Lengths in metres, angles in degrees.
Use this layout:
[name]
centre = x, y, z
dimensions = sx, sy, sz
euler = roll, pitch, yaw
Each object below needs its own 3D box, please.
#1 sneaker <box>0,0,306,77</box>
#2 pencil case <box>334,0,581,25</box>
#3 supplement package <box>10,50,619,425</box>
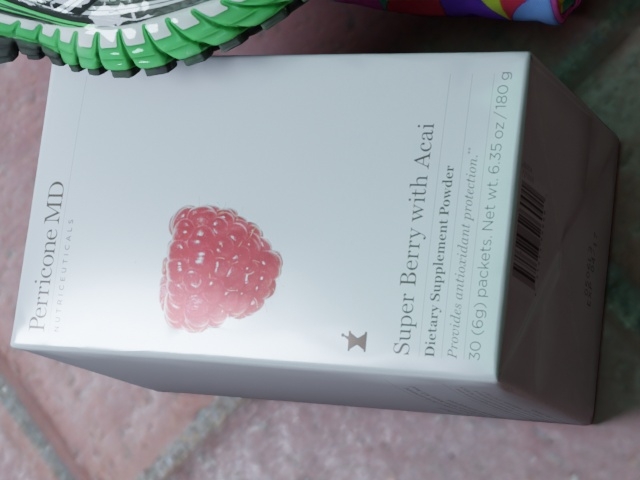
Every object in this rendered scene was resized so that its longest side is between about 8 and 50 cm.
[sneaker]
centre = -0.140, -0.175, 1.038
dimensions = 0.343, 0.134, 0.146
euler = -1, 120, 18
[pencil case]
centre = 0.052, -0.184, 1.138
dimensions = 0.236, 0.104, 0.104
euler = 8, 81, 28
[supplement package]
centre = 0.000, 0.000, 1.068
dimensions = 0.293, 0.175, 0.178
euler = 2, 79, 25
